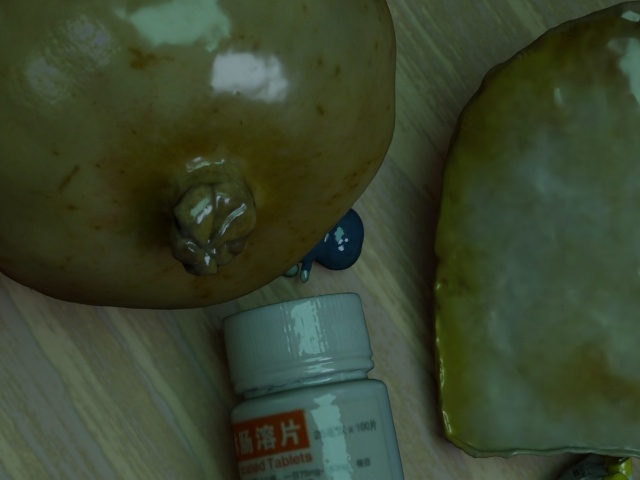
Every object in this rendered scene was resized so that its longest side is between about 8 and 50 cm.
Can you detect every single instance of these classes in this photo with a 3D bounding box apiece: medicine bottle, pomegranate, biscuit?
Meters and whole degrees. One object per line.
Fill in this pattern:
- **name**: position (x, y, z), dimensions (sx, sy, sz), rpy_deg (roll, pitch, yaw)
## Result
- **medicine bottle**: position (-0.003, 0.177, 1.618), dimensions (0.144, 0.144, 0.252), rpy_deg (-5, 82, -22)
- **pomegranate**: position (-0.131, -0.119, 1.501), dimensions (0.411, 0.411, 0.411), rpy_deg (4, 77, -20)
- **biscuit**: position (0.305, 0.005, 1.685), dimensions (0.429, 0.104, 0.446), rpy_deg (-5, 93, 14)

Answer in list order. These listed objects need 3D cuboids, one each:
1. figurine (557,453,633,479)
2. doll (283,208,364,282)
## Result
- **figurine**: position (0.294, 0.275, 1.750), dimensions (0.178, 0.109, 0.129), rpy_deg (34, 95, -12)
- **doll**: position (0.000, 0.000, 1.708), dimensions (0.083, 0.050, 0.076), rpy_deg (-1, 84, -23)
